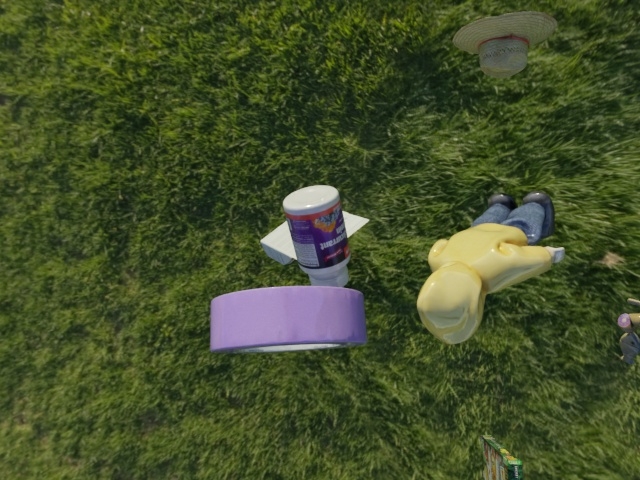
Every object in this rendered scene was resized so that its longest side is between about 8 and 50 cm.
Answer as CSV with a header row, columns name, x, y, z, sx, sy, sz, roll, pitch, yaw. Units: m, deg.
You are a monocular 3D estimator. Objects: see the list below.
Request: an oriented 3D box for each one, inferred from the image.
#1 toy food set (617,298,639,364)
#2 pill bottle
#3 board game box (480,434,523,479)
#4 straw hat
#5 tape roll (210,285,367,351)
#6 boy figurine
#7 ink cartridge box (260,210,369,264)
name,x,y,z,sx,sy,sz,roll,pitch,yaw
toy food set,0.468,0.144,0.645,0.078,0.019,0.122,20,136,54
pill bottle,0.000,0.000,0.877,0.108,0.108,0.193,-1,120,23
board game box,0.349,0.469,0.869,0.030,0.259,0.136,-3,75,9
straw hat,0.273,-0.278,0.672,0.145,0.144,0.061,-1,89,23
tape roll,-0.056,0.149,0.807,0.275,0.275,0.090,-11,71,24
boy figurine,0.229,0.027,0.610,0.177,0.285,0.092,1,122,45
ink cartridge box,-0.014,-0.005,1.096,0.232,0.189,0.066,27,148,47
